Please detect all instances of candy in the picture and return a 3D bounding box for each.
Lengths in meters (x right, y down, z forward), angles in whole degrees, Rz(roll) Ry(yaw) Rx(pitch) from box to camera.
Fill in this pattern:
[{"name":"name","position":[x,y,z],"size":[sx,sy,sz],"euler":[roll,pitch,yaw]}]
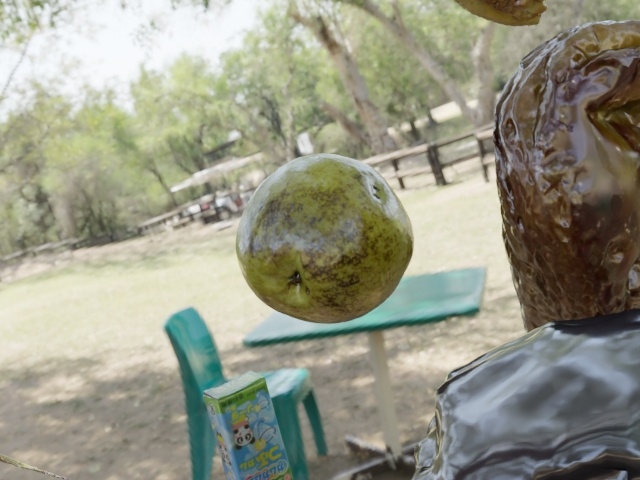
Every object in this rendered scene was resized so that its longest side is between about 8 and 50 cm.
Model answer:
[{"name":"candy","position":[-0.119,0.326,1.442],"size":[0.097,0.194,0.062],"euler":[-21,12,-31]}]

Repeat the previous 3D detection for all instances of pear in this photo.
[{"name":"pear","position":[0.000,0.000,0.971],"size":[0.197,0.197,0.197],"euler":[-20,7,3]}]

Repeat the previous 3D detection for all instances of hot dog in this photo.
[{"name":"hot dog","position":[0.281,-0.034,0.851],"size":[0.174,0.387,0.267],"euler":[31,70,35]}]

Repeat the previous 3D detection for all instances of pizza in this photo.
[{"name":"pizza","position":[0.244,-0.352,1.092],"size":[0.197,0.058,0.292],"euler":[-20,-28,25]}]

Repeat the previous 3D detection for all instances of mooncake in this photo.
[{"name":"mooncake","position":[0.197,0.223,0.528],"size":[0.212,0.381,0.351],"euler":[-25,29,14]}]

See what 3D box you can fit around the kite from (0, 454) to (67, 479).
[{"name":"kite","position":[-0.415,0.158,0.795],"size":[0.377,0.013,0.327],"euler":[26,-21,-26]}]
